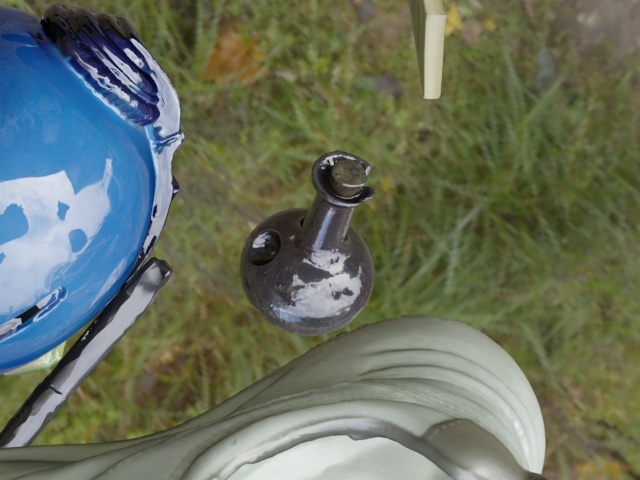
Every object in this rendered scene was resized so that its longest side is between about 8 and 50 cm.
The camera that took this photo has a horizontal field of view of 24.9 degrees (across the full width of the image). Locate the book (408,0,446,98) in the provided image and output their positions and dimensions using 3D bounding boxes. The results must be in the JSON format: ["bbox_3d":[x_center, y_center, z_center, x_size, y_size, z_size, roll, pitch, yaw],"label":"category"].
[{"bbox_3d":[0.113,-0.298,1.635,0.026,0.231,0.161,-6,152,0],"label":"book"}]

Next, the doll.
[{"bbox_3d":[-0.234,-0.060,0.861,0.284,0.240,0.310,-32,123,0],"label":"doll"}]

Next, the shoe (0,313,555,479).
[{"bbox_3d":[-0.055,0.122,0.477,0.316,0.159,0.124,-23,100,-8],"label":"shoe"}]

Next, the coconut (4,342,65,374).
[{"bbox_3d":[-0.276,0.087,1.359,0.082,0.081,0.083,-50,174,13],"label":"coconut"}]

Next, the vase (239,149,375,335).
[{"bbox_3d":[0.000,0.000,1.234,0.120,0.120,0.183,-16,149,-30],"label":"vase"}]

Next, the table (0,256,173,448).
[{"bbox_3d":[-0.149,0.168,0.841,0.249,0.317,0.317,-39,144,13],"label":"table"}]
